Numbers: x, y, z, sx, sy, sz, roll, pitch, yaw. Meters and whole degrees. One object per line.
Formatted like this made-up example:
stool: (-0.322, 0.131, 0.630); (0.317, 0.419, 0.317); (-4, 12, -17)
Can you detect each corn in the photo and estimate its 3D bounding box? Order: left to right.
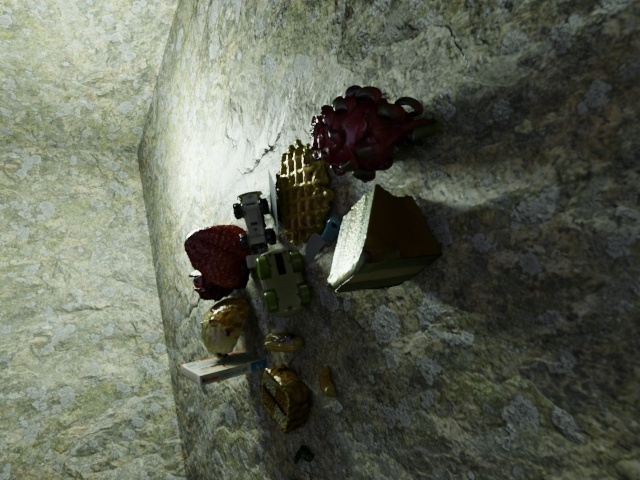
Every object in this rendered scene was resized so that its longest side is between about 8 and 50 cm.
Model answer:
corn: (-0.134, 0.360, 1.421); (0.203, 0.072, 0.072); (-19, 78, 54)

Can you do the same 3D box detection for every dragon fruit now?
dragon fruit: (-0.461, 0.181, 1.743); (0.188, 0.182, 0.182); (-31, 59, 6)
dragon fruit: (0.101, -0.249, 0.914); (0.273, 0.198, 0.218); (-22, 67, 53)

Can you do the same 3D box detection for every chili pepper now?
chili pepper: (-0.066, 0.736, 1.384); (0.118, 0.035, 0.055); (-40, 44, 45)

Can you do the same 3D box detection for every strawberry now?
strawberry: (-0.394, 0.053, 1.579); (0.238, 0.288, 0.250); (-2, 71, 65)

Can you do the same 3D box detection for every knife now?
knife: (-0.001, -0.002, 1.217); (0.058, 0.032, 0.244); (42, 140, -3)

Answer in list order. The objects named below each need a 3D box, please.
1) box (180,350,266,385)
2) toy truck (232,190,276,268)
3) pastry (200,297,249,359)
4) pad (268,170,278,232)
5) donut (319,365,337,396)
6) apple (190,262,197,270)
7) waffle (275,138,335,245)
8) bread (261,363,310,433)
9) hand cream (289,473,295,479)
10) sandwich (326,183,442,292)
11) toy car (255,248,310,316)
box: (-0.399, 0.514, 1.639); (0.265, 0.273, 0.048); (-12, 83, 56)
toy truck: (-0.237, -0.042, 1.485); (0.111, 0.136, 0.286); (86, 172, -83)
pastry: (-0.413, 0.348, 1.683); (0.256, 0.170, 0.237); (-126, 58, -72)
pad: (-0.162, -0.138, 1.369); (0.243, 0.004, 0.164); (-120, 26, -64)
donut: (0.020, 0.434, 1.228); (0.067, 0.038, 0.083); (14, 106, 57)
apple: (-0.520, 0.076, 1.878); (0.196, 0.157, 0.196); (-8, 80, 50)
waffle: (-0.069, -0.151, 1.287); (0.307, 0.060, 0.312); (-51, 53, 42)
bread: (-0.126, 0.539, 1.399); (0.222, 0.096, 0.181); (21, 110, 55)
hand cream: (-0.092, 1.010, 1.422); (0.111, 0.070, 0.312); (-3, 87, 58)
sandwich: (0.111, -0.008, 0.891); (0.155, 0.227, 0.198); (-48, 55, 45)
toy car: (-0.136, 0.153, 1.369); (0.235, 0.145, 0.235); (169, 90, -74)
